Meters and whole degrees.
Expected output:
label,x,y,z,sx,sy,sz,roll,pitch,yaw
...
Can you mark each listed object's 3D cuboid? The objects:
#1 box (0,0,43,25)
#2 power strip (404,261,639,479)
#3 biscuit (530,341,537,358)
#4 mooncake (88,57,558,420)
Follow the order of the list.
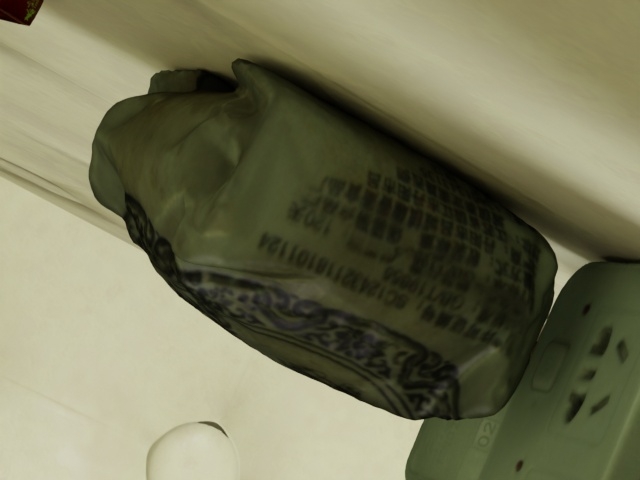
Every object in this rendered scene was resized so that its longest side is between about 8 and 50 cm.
label,x,y,z,sx,sy,sz,roll,pitch,yaw
box,-0.203,-0.150,1.161,0.051,0.023,0.082,30,173,-37
power strip,0.160,0.139,1.130,0.141,0.229,0.261,26,173,-14
biscuit,0.262,0.142,1.632,0.262,0.037,0.262,25,174,3
mooncake,-0.002,0.005,1.130,0.254,0.136,0.250,29,177,-19
